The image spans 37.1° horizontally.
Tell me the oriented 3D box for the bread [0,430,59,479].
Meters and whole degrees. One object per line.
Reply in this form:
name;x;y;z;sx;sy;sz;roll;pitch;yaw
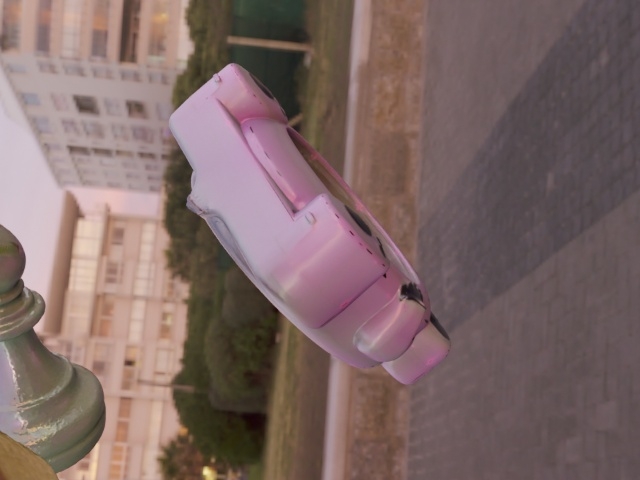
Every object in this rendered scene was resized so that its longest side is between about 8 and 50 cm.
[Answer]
bread;-0.167;0.193;0.547;0.168;0.264;0.163;51;-127;-56

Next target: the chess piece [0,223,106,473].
chess piece;-0.296;0.084;0.897;0.139;0.139;0.272;-91;-5;-59

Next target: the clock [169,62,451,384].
clock;0.000;0.000;0.742;0.248;0.090;0.228;42;-168;-50
